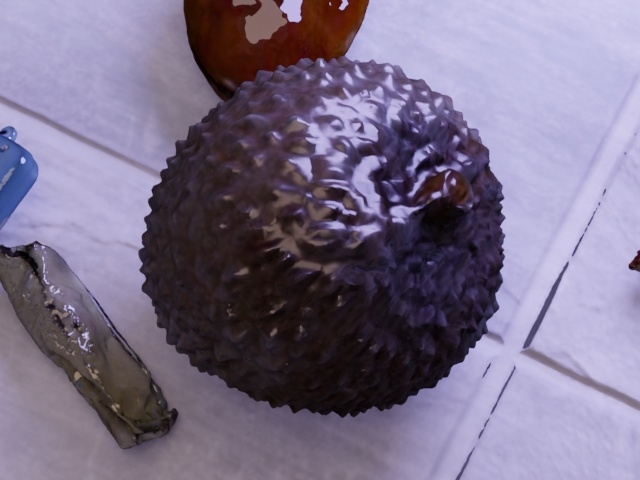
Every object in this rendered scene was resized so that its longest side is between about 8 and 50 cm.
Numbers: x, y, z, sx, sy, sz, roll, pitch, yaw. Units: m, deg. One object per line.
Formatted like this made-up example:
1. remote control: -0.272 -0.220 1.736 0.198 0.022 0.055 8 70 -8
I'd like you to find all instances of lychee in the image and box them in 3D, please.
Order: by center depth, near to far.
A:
1. lychee: 0.005 0.002 1.298 0.300 0.300 0.300 -1 69 3

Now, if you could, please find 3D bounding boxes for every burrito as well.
1. burrito: -0.203 0.082 1.388 0.063 0.058 0.229 -39 69 -6

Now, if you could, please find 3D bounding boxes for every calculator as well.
1. calculator: -0.325 -0.015 1.419 0.121 0.039 0.210 19 68 40

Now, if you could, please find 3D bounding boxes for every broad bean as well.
1. broad bean: -0.035 -0.221 1.461 0.156 0.122 0.228 18 74 12

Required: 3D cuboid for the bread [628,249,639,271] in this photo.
1. bread: 0.396 0.029 1.360 0.269 0.095 0.139 -14 66 13
